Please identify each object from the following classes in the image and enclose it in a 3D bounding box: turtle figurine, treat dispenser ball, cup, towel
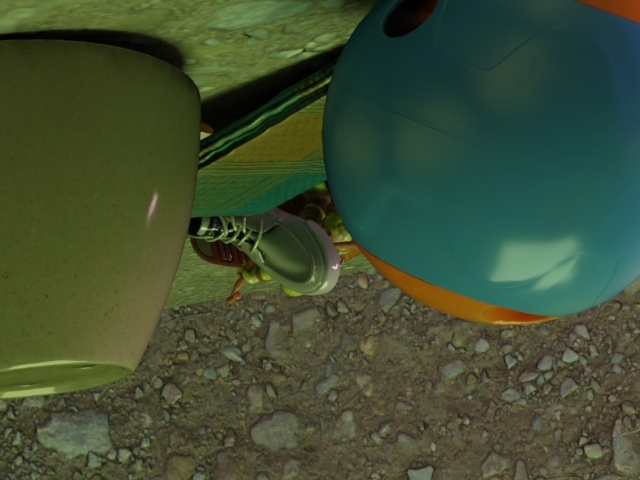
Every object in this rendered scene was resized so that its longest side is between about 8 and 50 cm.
[{"bbox_3d":[0.000,0.000,1.717,0.269,0.087,0.217,-26,-151,44],"label":"turtle figurine"},{"bbox_3d":[0.144,-0.079,0.984,0.288,0.288,0.288,-11,173,-1],"label":"treat dispenser ball"},{"bbox_3d":[-0.251,0.004,1.085,0.331,0.237,0.331,-8,166,-2],"label":"cup"},{"bbox_3d":[-0.015,-0.108,1.366,0.370,0.040,0.271,-27,167,35],"label":"towel"}]

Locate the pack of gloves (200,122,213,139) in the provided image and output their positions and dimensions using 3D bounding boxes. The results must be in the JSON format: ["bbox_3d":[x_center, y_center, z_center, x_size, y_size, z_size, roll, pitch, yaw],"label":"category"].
[{"bbox_3d":[-0.254,-0.104,1.250,0.232,0.046,0.195,-21,157,40],"label":"pack of gloves"}]

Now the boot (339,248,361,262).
[{"bbox_3d":[0.052,-0.031,2.112,0.295,0.104,0.211,-15,169,-16],"label":"boot"}]

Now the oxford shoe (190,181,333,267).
[{"bbox_3d":[-0.023,-0.024,1.896,0.348,0.123,0.130,-9,178,-11],"label":"oxford shoe"}]

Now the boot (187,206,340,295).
[{"bbox_3d":[-0.097,-0.007,1.592,0.123,0.095,0.258,-1,-155,-43],"label":"boot"}]

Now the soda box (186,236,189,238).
[{"bbox_3d":[-0.275,-0.017,1.778,0.181,0.058,0.061,-6,172,-35],"label":"soda box"}]
